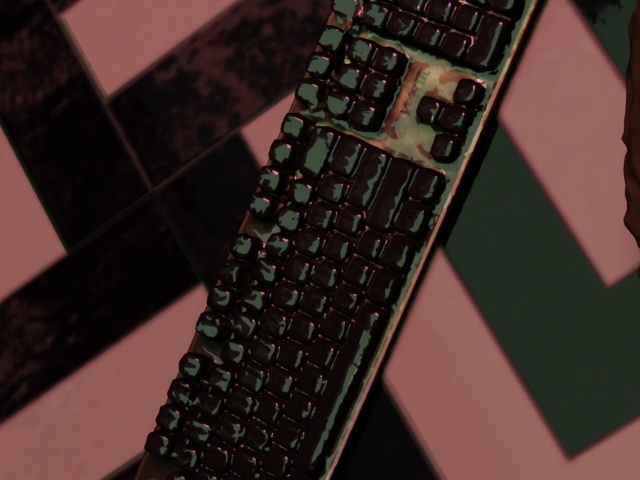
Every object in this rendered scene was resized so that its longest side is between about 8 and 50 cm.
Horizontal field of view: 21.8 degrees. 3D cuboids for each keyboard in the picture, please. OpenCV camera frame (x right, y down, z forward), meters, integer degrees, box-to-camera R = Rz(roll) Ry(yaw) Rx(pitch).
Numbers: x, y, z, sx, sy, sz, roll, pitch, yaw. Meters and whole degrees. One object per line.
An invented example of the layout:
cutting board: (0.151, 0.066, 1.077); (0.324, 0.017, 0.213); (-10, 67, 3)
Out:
keyboard: (0.000, 0.000, 0.783); (0.106, 0.027, 0.317); (24, 93, 22)

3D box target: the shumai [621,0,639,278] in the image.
shumai: (0.287, -0.028, 0.598); (0.289, 0.292, 0.329); (-2, 90, -15)
